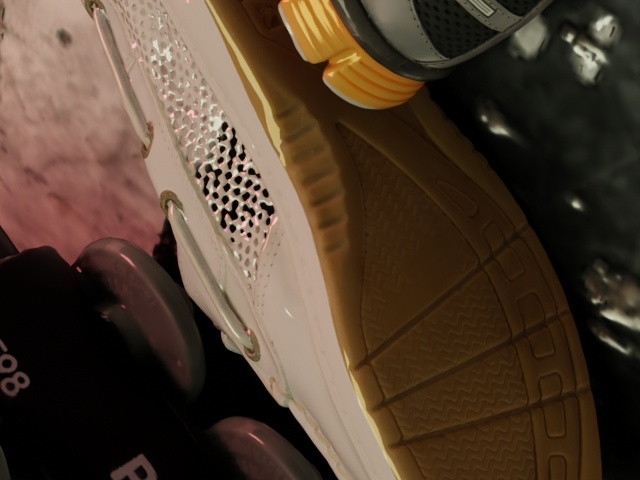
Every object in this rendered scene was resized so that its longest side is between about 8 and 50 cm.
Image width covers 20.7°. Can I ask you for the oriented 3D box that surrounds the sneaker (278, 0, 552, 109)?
[{"bbox_3d":[0.009,-0.149,0.511,0.083,0.084,0.215,-18,102,32],"label":"sneaker"}]

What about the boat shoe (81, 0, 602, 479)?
[{"bbox_3d":[0.000,0.000,0.581,0.096,0.098,0.277,-32,79,47],"label":"boat shoe"}]

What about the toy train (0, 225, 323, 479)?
[{"bbox_3d":[-0.072,0.148,0.698,0.334,0.142,0.190,51,145,10],"label":"toy train"}]
